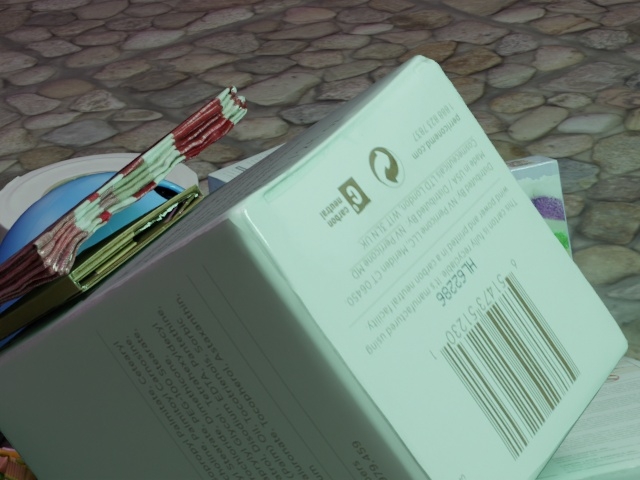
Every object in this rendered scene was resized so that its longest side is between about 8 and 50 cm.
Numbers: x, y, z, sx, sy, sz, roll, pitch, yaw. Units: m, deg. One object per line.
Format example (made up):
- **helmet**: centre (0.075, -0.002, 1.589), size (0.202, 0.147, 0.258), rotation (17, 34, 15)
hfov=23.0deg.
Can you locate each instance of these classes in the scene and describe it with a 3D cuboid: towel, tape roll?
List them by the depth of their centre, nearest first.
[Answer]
- **towel**: centre (-0.218, -0.015, 1.445), size (0.237, 0.037, 0.329), rotation (-31, 10, 41)
- **tape roll**: centre (-0.302, -0.022, 2.145), size (0.286, 0.100, 0.286), rotation (-4, 26, 2)

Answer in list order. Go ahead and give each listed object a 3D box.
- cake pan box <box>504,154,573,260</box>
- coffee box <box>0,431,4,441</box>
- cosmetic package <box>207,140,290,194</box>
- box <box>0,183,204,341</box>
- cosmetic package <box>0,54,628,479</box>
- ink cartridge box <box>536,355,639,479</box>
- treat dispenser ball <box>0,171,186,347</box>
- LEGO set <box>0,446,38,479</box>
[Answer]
- **cake pan box**: centre (0.138, 0.052, 1.671), size (0.267, 0.245, 0.070), rotation (-11, 8, -11)
- **coffee box**: centre (-0.419, 0.162, 1.784), size (0.141, 0.098, 0.246), rotation (-1, 26, 8)
- **cosmetic package**: centre (0.000, 0.000, 1.897), size (0.225, 0.224, 0.138), rotation (-24, 31, -34)
- **box**: centre (-0.211, 0.025, 1.410), size (0.201, 0.021, 0.164), rotation (-28, 10, 49)
- **cosmetic package**: centre (-0.020, 0.108, 1.379), size (0.394, 0.327, 0.329), rotation (-30, 8, 40)
- **ink cartridge box**: centre (0.237, 0.218, 1.610), size (0.308, 0.091, 0.385), rotation (-11, 9, -10)
- **treat dispenser ball**: centre (-0.219, 0.069, 1.723), size (0.288, 0.288, 0.288), rotation (-4, 26, 2)
- **LEGO set**: centre (-0.253, 0.276, 1.564), size (0.287, 0.107, 0.132), rotation (6, -7, 31)
